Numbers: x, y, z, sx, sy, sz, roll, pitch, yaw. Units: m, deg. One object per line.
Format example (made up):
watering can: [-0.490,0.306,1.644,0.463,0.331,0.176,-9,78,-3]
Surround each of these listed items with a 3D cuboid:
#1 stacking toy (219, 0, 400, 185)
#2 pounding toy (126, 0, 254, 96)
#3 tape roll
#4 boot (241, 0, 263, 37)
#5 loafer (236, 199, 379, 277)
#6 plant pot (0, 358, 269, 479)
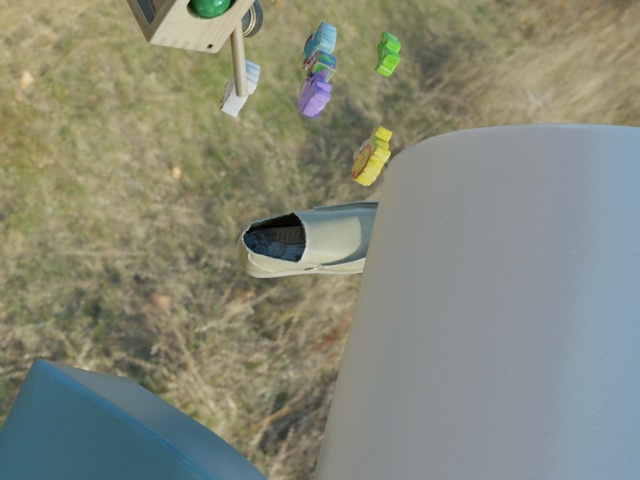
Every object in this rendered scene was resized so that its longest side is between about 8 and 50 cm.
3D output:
stacking toy: [-0.005,-0.172,1.143,0.167,0.052,0.221,26,44,-18]
pounding toy: [-0.094,-0.214,0.916,0.100,0.130,0.141,0,53,-44]
tape roll: [0.126,0.076,0.445,0.246,0.246,0.169,27,72,-48]
boot: [-0.170,-0.360,1.494,0.198,0.077,0.137,52,29,16]
loafer: [0.000,0.000,1.649,0.092,0.269,0.101,46,33,-72]
plant pot: [-0.156,0.236,0.991,0.234,0.165,0.165,24,-4,26]
